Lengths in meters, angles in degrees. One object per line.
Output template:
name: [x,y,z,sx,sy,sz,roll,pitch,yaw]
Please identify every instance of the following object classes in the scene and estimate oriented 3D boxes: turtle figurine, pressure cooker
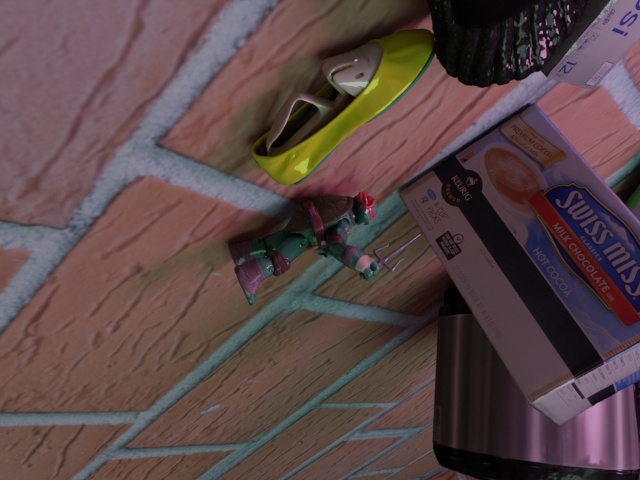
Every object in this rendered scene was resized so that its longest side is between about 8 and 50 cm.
turtle figurine: [0.000,0.000,0.785,0.234,0.118,0.175,-21,-171,-5]
pressure cooker: [0.400,0.229,1.123,0.376,0.419,0.370,15,163,-34]

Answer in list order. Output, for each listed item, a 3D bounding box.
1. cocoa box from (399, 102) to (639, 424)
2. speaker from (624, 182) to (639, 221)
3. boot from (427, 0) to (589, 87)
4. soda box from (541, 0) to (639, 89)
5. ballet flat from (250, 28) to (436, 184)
cocoa box: [0.314,0.036,0.827,0.228,0.347,0.231,-34,146,13]
speaker: [0.651,-0.093,1.084,0.131,0.131,0.296,-16,147,-15]
boot: [0.218,-0.301,0.470,0.348,0.131,0.260,-30,146,13]
soda box: [0.317,-0.294,0.583,0.091,0.098,0.286,1,139,-34]
ballet flat: [0.015,-0.145,0.621,0.231,0.077,0.077,-40,132,25]
